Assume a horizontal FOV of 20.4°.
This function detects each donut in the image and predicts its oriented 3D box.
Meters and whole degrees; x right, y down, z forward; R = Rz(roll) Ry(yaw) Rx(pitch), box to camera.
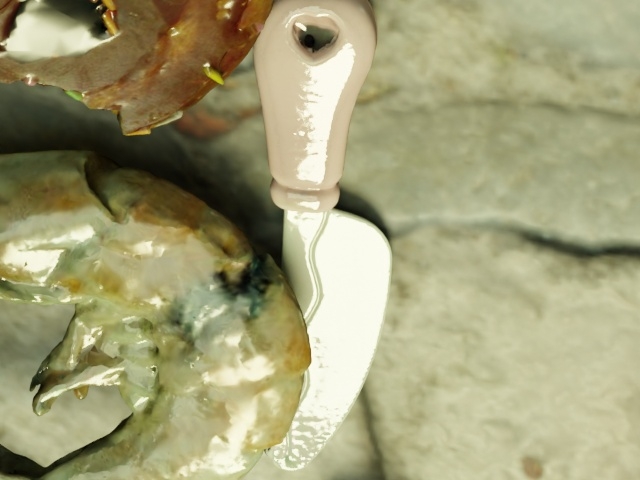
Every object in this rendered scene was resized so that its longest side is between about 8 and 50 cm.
[{"bbox_3d":[-0.138,-0.150,0.932,0.230,0.096,0.216,-3,144,-21],"label":"donut"}]

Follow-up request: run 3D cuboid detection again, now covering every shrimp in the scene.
[{"bbox_3d":[-0.186,0.058,1.064,0.360,0.085,0.247,12,105,0],"label":"shrimp"}]

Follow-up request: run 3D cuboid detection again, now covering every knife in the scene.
[{"bbox_3d":[0.003,0.000,1.070,0.081,0.043,0.336,2,121,3],"label":"knife"}]
